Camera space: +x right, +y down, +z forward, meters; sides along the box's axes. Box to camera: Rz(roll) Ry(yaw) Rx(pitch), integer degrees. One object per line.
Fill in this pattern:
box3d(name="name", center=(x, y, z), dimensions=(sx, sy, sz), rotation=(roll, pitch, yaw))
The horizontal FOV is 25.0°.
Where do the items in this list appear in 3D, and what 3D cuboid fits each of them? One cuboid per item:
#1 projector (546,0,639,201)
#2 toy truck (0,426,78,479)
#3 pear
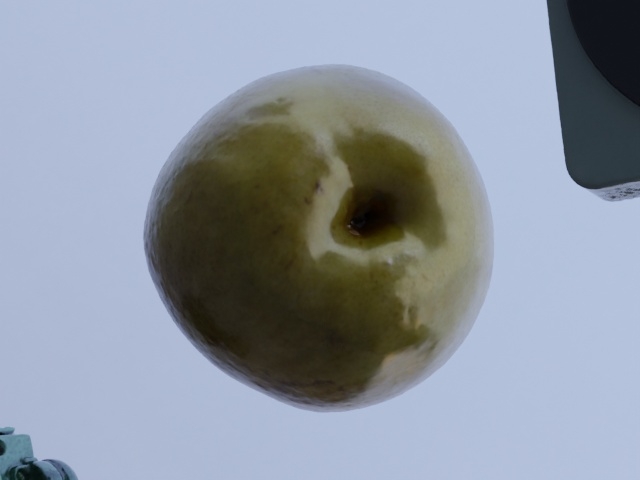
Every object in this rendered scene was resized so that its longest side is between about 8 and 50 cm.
box3d(name="projector", center=(0.265, -0.169, 0.869), dimensions=(0.257, 0.079, 0.259), rotation=(-11, -105, 28))
box3d(name="toy truck", center=(-0.309, 0.315, 1.339), dimensions=(0.156, 0.155, 0.278), rotation=(-23, -106, 34))
box3d(name="pear", center=(0.000, 0.000, 1.232), dimensions=(0.314, 0.314, 0.314), rotation=(26, -43, 26))
